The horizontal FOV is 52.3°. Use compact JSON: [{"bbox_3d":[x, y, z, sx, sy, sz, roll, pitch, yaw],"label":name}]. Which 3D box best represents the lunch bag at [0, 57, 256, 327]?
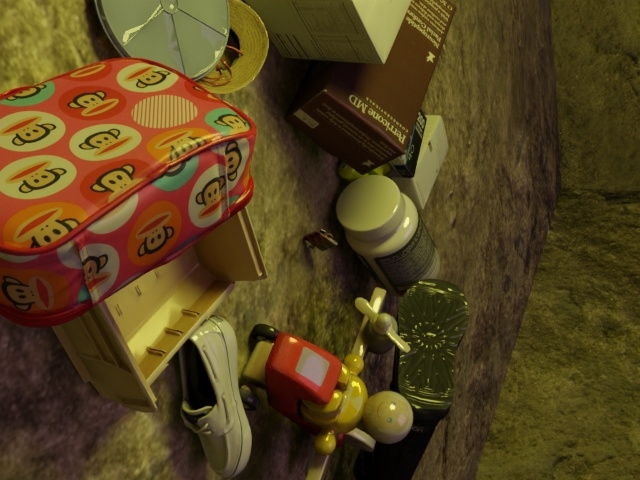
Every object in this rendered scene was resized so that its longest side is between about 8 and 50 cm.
[{"bbox_3d":[-0.235,-0.075,0.630,0.293,0.258,0.120,-38,149,-38],"label":"lunch bag"}]

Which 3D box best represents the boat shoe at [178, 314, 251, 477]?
[{"bbox_3d":[-0.169,0.243,0.966,0.084,0.095,0.258,-23,108,-55],"label":"boat shoe"}]

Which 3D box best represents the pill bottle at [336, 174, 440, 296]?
[{"bbox_3d":[0.148,-0.008,1.403,0.283,0.161,0.161,53,50,-51],"label":"pill bottle"}]

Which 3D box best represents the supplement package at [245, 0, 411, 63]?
[{"bbox_3d":[0.024,-0.410,1.047,0.149,0.203,0.194,47,61,-54],"label":"supplement package"}]

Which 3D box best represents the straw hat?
[{"bbox_3d":[-0.146,-0.268,0.929,0.061,0.144,0.144,142,-40,-76],"label":"straw hat"}]

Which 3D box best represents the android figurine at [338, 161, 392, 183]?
[{"bbox_3d":[0.093,-0.238,1.373,0.273,0.056,0.248,27,72,-60],"label":"android figurine"}]

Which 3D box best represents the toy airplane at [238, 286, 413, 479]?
[{"bbox_3d":[0.038,0.306,1.151,0.384,0.272,0.386,-19,111,-59],"label":"toy airplane"}]

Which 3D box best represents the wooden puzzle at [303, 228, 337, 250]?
[{"bbox_3d":[0.000,0.000,1.236,0.049,0.083,0.006,34,59,-22],"label":"wooden puzzle"}]

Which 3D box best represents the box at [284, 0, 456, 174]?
[{"bbox_3d":[0.101,-0.337,1.218,0.191,0.143,0.381,33,63,-23],"label":"box"}]

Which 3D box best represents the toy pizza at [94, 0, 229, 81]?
[{"bbox_3d":[-0.201,-0.301,0.835,0.201,0.032,0.201,-2,93,-46],"label":"toy pizza"}]

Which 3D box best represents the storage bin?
[{"bbox_3d":[-0.207,0.033,0.820,0.262,0.123,0.260,-53,138,-44],"label":"storage bin"}]

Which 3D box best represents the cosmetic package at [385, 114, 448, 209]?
[{"bbox_3d":[0.240,-0.195,1.615,0.231,0.085,0.117,-65,145,-33],"label":"cosmetic package"}]

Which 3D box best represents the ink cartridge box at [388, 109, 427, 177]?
[{"bbox_3d":[0.178,-0.270,1.426,0.206,0.045,0.208,35,63,-60],"label":"ink cartridge box"}]

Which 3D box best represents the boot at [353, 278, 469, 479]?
[{"bbox_3d":[0.189,0.352,1.435,0.367,0.146,0.445,-64,167,-47],"label":"boot"}]
